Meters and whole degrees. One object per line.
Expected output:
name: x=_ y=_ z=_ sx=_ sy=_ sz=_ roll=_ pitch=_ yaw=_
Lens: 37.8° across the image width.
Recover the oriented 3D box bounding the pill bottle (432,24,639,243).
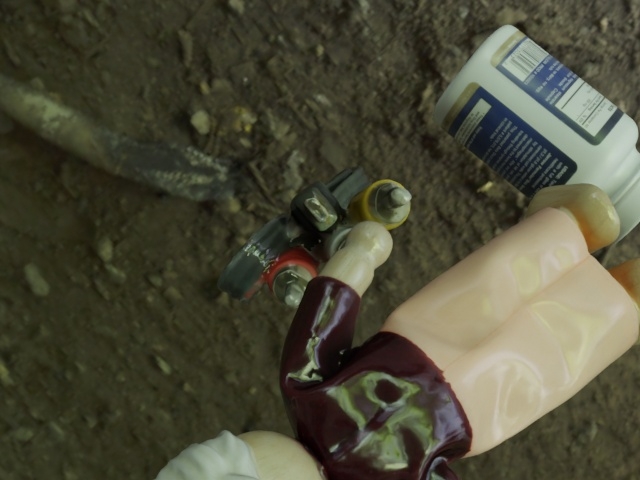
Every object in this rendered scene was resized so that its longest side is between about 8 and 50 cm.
pill bottle: x=0.177 y=-0.077 z=0.710 sx=0.169 sy=0.094 sz=0.094 roll=41 pitch=138 yaw=7

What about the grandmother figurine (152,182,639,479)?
grandmother figurine: x=0.057 y=0.092 z=0.534 sx=0.208 sy=0.342 sz=0.104 roll=53 pitch=151 yaw=19

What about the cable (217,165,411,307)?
cable: x=0.000 y=0.000 z=0.713 sx=0.139 sy=0.287 sz=0.072 roll=-40 pitch=91 yaw=3
